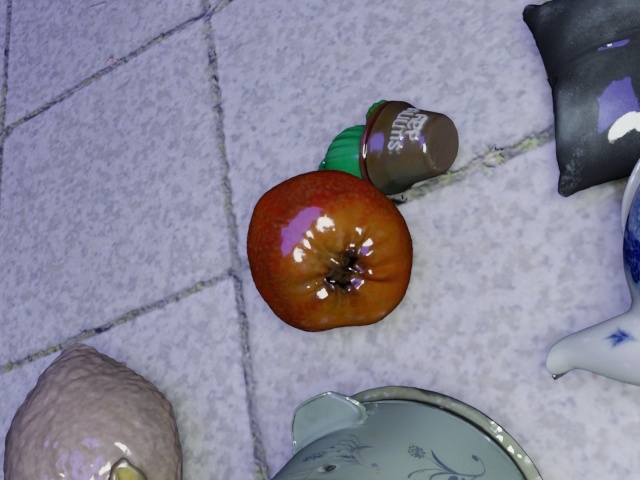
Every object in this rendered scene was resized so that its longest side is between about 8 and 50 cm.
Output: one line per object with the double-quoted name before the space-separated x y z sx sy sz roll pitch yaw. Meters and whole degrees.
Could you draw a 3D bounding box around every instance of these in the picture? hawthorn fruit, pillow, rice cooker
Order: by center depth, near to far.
"rice cooker" 0.060 0.279 0.679 0.264 0.317 0.316 -39 53 26
"pillow" 0.327 -0.174 0.824 0.186 0.106 0.249 -13 67 18
"hawthorn fruit" 0.000 0.000 0.918 0.196 0.196 0.225 -48 27 5

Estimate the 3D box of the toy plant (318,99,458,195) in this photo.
"toy plant" 0.076 -0.118 0.962 0.200 0.105 0.143 4 63 46

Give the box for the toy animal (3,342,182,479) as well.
"toy animal" -0.275 0.279 0.949 0.227 0.188 0.358 -20 58 11

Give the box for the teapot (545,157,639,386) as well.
"teapot" 0.366 -0.015 0.651 0.424 0.252 0.280 -47 29 5
